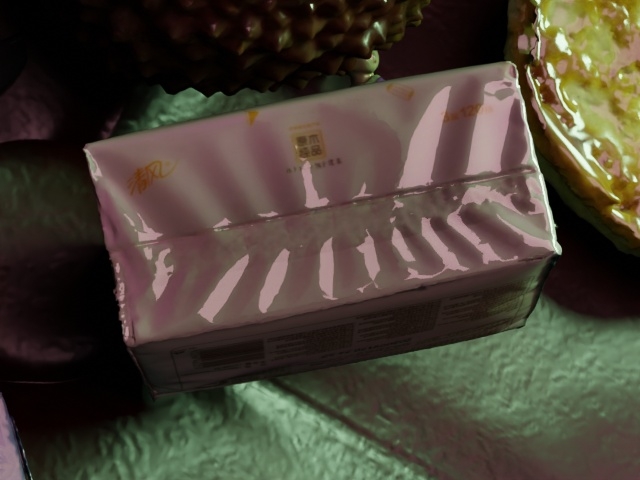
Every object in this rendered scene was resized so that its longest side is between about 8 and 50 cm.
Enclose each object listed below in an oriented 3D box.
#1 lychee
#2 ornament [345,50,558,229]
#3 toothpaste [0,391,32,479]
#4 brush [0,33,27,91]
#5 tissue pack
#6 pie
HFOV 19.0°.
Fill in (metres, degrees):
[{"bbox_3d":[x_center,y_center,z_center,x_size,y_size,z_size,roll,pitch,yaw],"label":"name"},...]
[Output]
[{"bbox_3d":[-0.056,-0.195,1.079,0.267,0.267,0.267,9,67,-23],"label":"lychee"},{"bbox_3d":[0.055,-0.057,1.188,0.088,0.081,0.203,-25,83,-32],"label":"ornament"},{"bbox_3d":[-0.166,0.217,0.992,0.066,0.053,0.272,-10,77,-29],"label":"toothpaste"},{"bbox_3d":[-0.229,-0.057,1.085,0.063,0.016,0.193,46,59,-5],"label":"brush"},{"bbox_3d":[0.000,0.000,1.036,0.225,0.185,0.124,-12,78,-3],"label":"tissue pack"},{"bbox_3d":[0.264,-0.118,1.273,0.315,0.092,0.315,0,89,-13],"label":"pie"}]
